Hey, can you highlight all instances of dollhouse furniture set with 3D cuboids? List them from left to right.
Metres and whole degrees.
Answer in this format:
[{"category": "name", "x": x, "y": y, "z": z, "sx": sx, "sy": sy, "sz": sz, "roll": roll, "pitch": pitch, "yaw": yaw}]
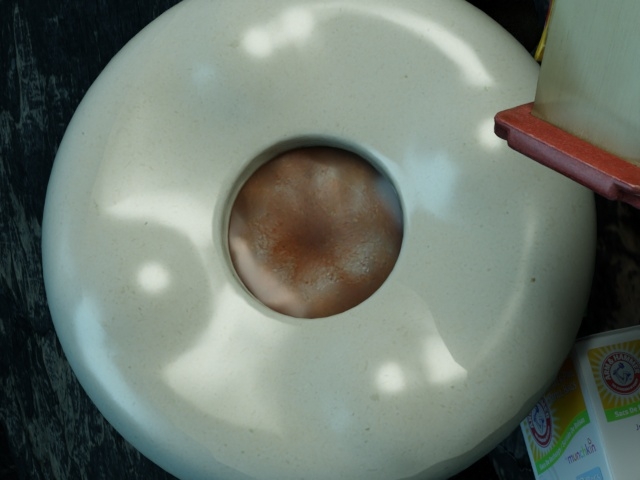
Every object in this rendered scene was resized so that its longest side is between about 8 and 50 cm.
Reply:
[{"category": "dollhouse furniture set", "x": 0.274, "y": -0.081, "z": 0.943, "sx": 0.374, "sy": 0.152, "sz": 0.201, "roll": 32, "pitch": 124, "yaw": 37}]

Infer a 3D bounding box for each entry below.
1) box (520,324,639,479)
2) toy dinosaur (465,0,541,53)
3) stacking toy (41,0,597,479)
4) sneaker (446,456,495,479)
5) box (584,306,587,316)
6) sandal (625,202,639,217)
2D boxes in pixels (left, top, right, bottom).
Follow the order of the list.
[{"category": "box", "x": 0.211, "y": 0.163, "z": 1.256, "sx": 0.114, "sy": 0.103, "sz": 0.203, "roll": 134, "pitch": 124, "yaw": -66}, {"category": "toy dinosaur", "x": 0.129, "y": -0.214, "z": 1.217, "sx": 0.313, "sy": 0.160, "sz": 0.121, "roll": 132, "pitch": 126, "yaw": -65}, {"category": "stacking toy", "x": 0.022, "y": 0.029, "z": 1.418, "sx": 0.480, "sy": 0.350, "sz": 0.351, "roll": 53, "pitch": -158, "yaw": -77}, {"category": "sneaker", "x": 0.123, "y": 0.238, "z": 1.608, "sx": 0.161, "sy": 0.057, "sz": 0.075, "roll": 59, "pitch": 146, "yaw": 40}, {"category": "box", "x": 0.139, "y": -0.016, "z": 1.465, "sx": 0.179, "sy": 0.043, "sz": 0.105, "roll": -141, "pitch": 44, "yaw": -64}, {"category": "sandal", "x": 0.222, "y": -0.091, "z": 1.173, "sx": 0.254, "sy": 0.054, "sz": 0.097, "roll": 109, "pitch": 146, "yaw": -54}]
